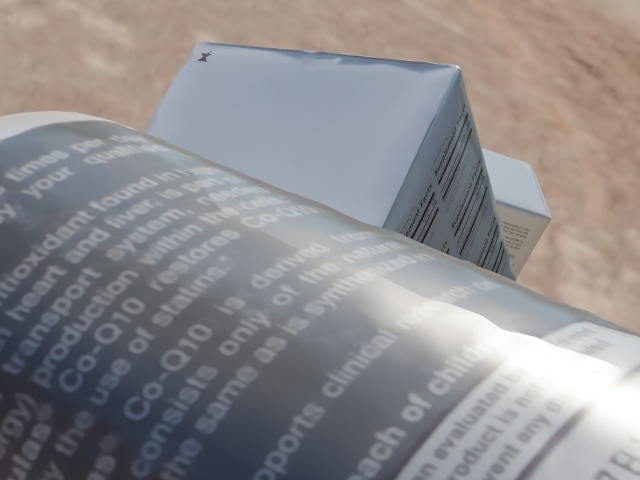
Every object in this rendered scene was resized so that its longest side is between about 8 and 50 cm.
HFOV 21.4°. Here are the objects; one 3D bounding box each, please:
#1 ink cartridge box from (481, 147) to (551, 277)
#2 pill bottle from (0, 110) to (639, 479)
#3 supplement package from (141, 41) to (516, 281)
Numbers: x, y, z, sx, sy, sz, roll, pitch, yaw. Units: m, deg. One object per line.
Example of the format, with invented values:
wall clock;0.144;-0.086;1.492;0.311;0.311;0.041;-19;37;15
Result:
ink cartridge box;0.074;0.019;1.414;0.153;0.208;0.087;17;31;-18
pill bottle;-0.043;0.080;0.501;0.361;0.204;0.204;23;12;31
supplement package;0.000;0.000;1.105;0.194;0.203;0.149;8;52;26
